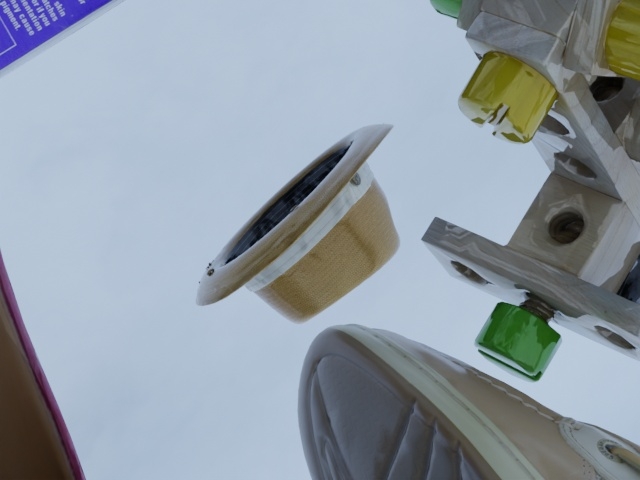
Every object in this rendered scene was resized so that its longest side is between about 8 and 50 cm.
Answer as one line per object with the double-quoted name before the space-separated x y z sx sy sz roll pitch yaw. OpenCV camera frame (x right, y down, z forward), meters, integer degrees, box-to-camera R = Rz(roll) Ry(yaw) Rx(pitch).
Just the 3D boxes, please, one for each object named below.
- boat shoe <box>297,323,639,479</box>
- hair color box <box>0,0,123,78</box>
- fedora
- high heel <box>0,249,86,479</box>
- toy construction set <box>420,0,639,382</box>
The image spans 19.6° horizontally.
"boat shoe" 0.123 0.145 0.782 0.341 0.110 0.121 41 134 33
"hair color box" -0.147 -0.157 0.916 0.339 0.185 0.110 -35 106 -24
"fedora" 0.000 0.000 1.301 0.194 0.194 0.079 -39 99 17
"high heel" -0.087 -0.018 0.355 0.181 0.127 0.377 -28 93 29
"toy construction set" 0.086 -0.081 0.810 0.309 0.257 0.237 32 87 10
